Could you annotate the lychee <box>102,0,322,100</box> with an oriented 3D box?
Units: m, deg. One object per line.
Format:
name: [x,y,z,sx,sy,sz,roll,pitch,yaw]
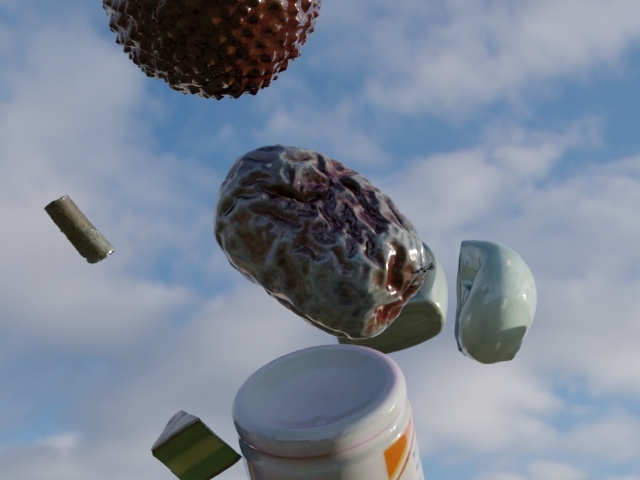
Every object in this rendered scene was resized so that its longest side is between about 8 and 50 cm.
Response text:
lychee: [-0.130,-0.309,1.464,0.275,0.276,0.304,-2,-11,6]

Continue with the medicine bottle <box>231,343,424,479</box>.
medicine bottle: [0.024,0.302,1.429,0.202,0.202,0.316,-5,-64,12]

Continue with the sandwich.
sandwich: [-0.126,0.218,1.386,0.074,0.074,0.116,44,-45,-8]

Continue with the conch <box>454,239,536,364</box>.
conch: [0.251,0.094,1.841,0.121,0.221,0.185,25,-59,-16]

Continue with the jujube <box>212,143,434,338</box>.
jujube: [0.000,0.000,1.727,0.317,0.226,0.226,34,-16,21]

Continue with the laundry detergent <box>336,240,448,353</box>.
laundry detergent: [0.117,0.079,2.186,0.215,0.280,0.105,-19,-58,10]

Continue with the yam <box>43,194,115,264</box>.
yam: [-0.410,-0.017,2.084,0.132,0.054,0.054,50,-37,-2]
